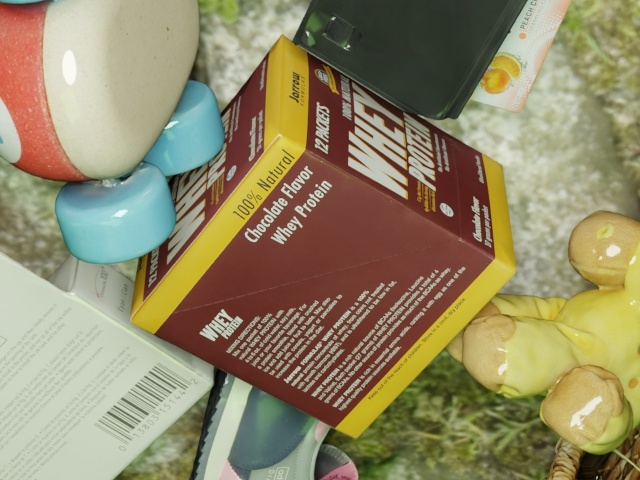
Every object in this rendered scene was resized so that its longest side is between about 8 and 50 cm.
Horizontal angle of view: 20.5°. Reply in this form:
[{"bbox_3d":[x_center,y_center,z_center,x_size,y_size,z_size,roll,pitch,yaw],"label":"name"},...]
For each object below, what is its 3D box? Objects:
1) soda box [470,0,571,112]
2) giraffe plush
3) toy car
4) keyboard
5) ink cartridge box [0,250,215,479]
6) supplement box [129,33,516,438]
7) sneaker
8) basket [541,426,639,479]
[{"bbox_3d":[0.133,-0.176,1.150,0.063,0.058,0.183,15,125,-10],"label":"soda box"},{"bbox_3d":[0.211,0.055,1.260,0.210,0.181,0.170,31,95,-16],"label":"giraffe plush"},{"bbox_3d":[-0.211,-0.117,1.124,0.238,0.210,0.219,-3,122,18],"label":"toy car"},{"bbox_3d":[0.065,-0.239,1.088,0.201,0.033,0.317,32,122,5],"label":"keyboard"},{"bbox_3d":[-0.270,0.114,1.367,0.261,0.066,0.296,35,119,-22],"label":"ink cartridge box"},{"bbox_3d":[0.000,0.000,1.239,0.194,0.129,0.191,29,122,-20],"label":"supplement box"},{"bbox_3d":[-0.043,0.214,1.411,0.131,0.112,0.319,12,127,-5],"label":"sneaker"},{"bbox_3d":[0.273,0.225,1.299,0.213,0.299,0.223,17,127,-10],"label":"basket"}]
